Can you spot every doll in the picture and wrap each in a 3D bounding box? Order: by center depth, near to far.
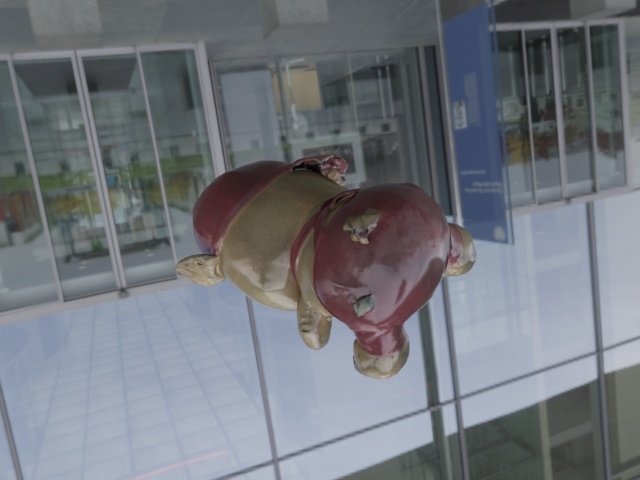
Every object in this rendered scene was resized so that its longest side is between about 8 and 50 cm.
[{"bbox_3d":[0.000,0.004,0.514,0.255,0.152,0.196,19,-155,35],"label":"doll"}]
